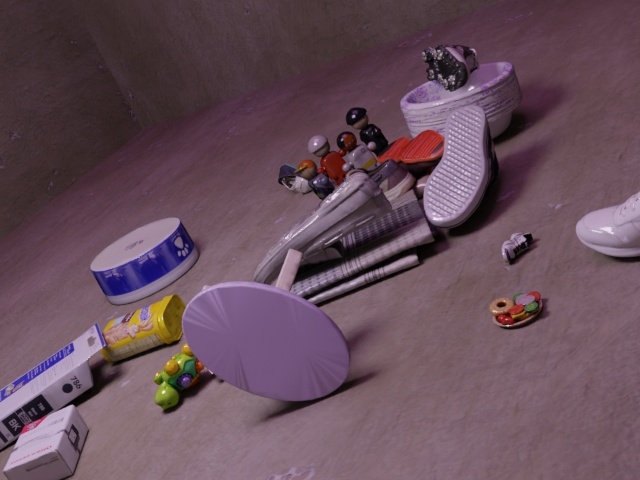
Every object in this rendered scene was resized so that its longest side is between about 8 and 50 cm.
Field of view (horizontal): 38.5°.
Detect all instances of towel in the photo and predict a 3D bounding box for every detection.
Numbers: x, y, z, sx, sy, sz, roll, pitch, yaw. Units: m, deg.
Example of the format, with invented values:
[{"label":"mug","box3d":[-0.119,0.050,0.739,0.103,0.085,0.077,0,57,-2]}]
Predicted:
[{"label":"towel","box3d":[0.081,0.019,1.892,0.324,0.056,0.312,-26,17,8]}]

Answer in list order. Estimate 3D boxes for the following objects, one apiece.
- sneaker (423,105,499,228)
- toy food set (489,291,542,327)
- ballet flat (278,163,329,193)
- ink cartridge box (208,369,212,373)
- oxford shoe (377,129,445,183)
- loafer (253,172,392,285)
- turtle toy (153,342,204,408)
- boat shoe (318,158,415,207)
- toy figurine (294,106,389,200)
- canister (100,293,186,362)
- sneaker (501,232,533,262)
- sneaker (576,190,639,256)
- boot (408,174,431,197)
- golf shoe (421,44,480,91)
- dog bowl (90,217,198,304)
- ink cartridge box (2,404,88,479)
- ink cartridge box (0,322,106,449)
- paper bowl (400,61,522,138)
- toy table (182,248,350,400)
[{"label":"sneaker","box3d":[0.299,-0.125,1.876,0.126,0.127,0.321,0,49,26]},{"label":"toy food set","box3d":[0.306,0.106,1.425,0.082,0.020,0.083,-23,20,10]},{"label":"ballet flat","box3d":[-0.051,-0.161,2.466,0.074,0.074,0.203,-36,28,-25]},{"label":"ink cartridge box","box3d":[-0.156,0.217,1.703,0.115,0.029,0.063,-32,21,-14]},{"label":"oxford shoe","box3d":[0.231,-0.184,2.086,0.097,0.098,0.271,-47,17,-11]},{"label":"loafer","box3d":[0.000,0.000,1.800,0.319,0.111,0.112,-40,6,21]},{"label":"turtle toy","box3d":[-0.263,0.252,1.688,0.130,0.066,0.095,-47,2,-35]},{"label":"boat shoe","box3d":[0.093,-0.123,2.116,0.285,0.092,0.103,-16,25,48]},{"label":"toy figurine","box3d":[0.054,-0.210,2.274,0.213,0.148,0.209,-30,16,30]},{"label":"canister","box3d":[-0.383,0.192,1.978,0.170,0.073,0.126,-22,21,17]},{"label":"sneaker","box3d":[0.345,0.009,1.602,0.037,0.032,0.083,-10,26,39]},{"label":"sneaker","box3d":[0.525,-0.062,1.383,0.305,0.152,0.114,-10,28,41]},{"label":"boot","box3d":[0.255,-0.115,2.008,0.118,0.042,0.087,-32,28,4]},{"label":"golf shoe","box3d":[0.323,-0.424,2.163,0.120,0.105,0.273,-14,19,-1]},{"label":"dog bowl","box3d":[-0.455,0.050,2.367,0.265,0.104,0.265,-23,21,9]},{"label":"ink cartridge box","box3d":[-0.496,0.380,1.665,0.109,0.063,0.150,-24,21,6]},{"label":"ink cartridge box","box3d":[-0.578,0.310,1.906,0.333,0.065,0.165,-35,20,-8]},{"label":"paper bowl","box3d":[0.347,-0.315,2.213,0.284,0.148,0.284,-20,18,7]},{"label":"toy table","box3d":[-0.084,0.149,1.520,0.252,0.274,0.161,-57,5,11]}]
